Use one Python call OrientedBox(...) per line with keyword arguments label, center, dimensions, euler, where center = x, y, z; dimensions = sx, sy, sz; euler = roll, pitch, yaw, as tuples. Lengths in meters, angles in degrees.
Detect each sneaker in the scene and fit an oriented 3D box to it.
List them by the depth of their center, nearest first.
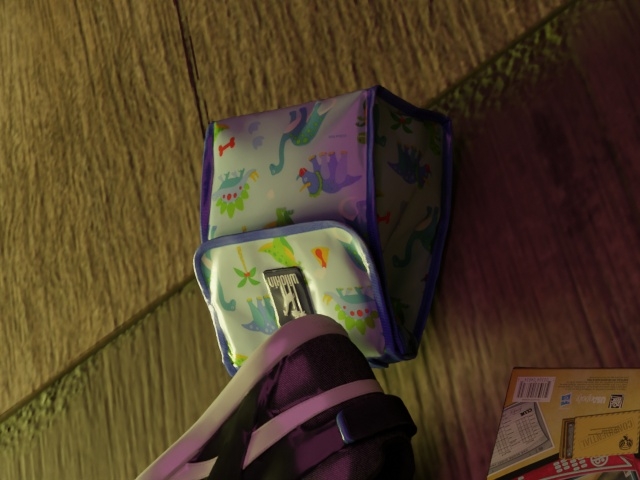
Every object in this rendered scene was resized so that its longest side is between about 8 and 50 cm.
OrientedBox(label="sneaker", center=(-0.034, 0.155, 1.033), dimensions=(0.217, 0.079, 0.121), euler=(-53, 55, 23))

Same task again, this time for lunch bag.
OrientedBox(label="lunch bag", center=(0.000, 0.000, 1.097), dimensions=(0.129, 0.096, 0.151), euler=(-8, 74, 38))

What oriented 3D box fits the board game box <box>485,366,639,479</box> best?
OrientedBox(label="board game box", center=(0.174, 0.138, 0.862), dimensions=(0.243, 0.042, 0.165), euler=(-3, 62, 44))
